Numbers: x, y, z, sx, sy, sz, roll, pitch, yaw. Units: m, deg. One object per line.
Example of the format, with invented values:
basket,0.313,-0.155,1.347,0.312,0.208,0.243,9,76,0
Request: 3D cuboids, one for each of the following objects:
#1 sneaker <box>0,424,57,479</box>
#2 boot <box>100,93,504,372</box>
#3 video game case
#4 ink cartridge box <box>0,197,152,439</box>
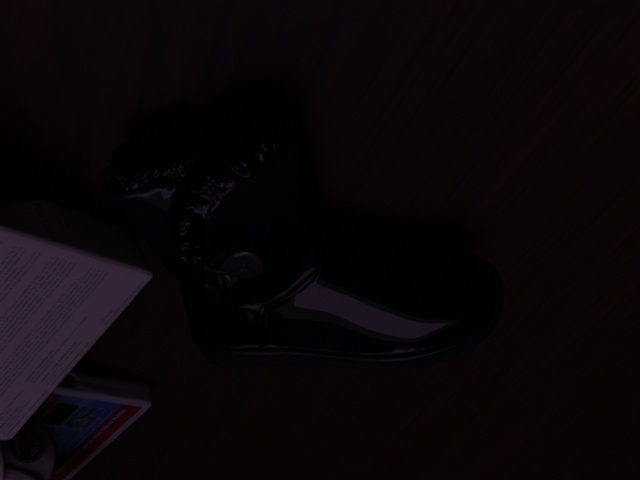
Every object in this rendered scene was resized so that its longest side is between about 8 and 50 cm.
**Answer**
sneaker,-0.290,0.169,0.588,0.146,0.122,0.331,-32,143,-7
boot,0.000,0.000,0.520,0.246,0.094,0.207,-6,140,8
video game case,-0.320,0.158,0.659,0.285,0.025,0.204,20,130,-38
ink cartridge box,-0.242,0.044,0.482,0.181,0.056,0.224,-47,145,12
